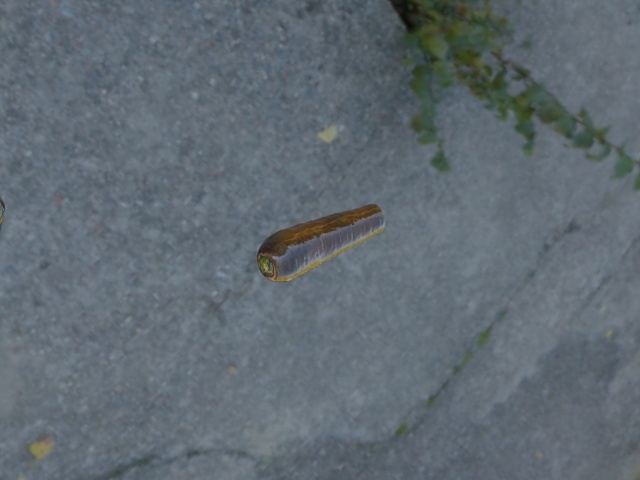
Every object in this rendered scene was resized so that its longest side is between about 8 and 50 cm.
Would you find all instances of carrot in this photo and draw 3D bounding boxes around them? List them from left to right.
[{"bbox_3d":[0.000,0.000,0.588,0.093,0.032,0.032,-24,135,-34],"label":"carrot"}]

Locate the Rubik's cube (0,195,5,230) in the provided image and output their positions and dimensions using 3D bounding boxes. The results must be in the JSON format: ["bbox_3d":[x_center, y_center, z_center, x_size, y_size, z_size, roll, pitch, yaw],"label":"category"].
[{"bbox_3d":[-0.276,-0.013,0.699,0.250,0.234,0.284,-38,107,25],"label":"Rubik's cube"}]
